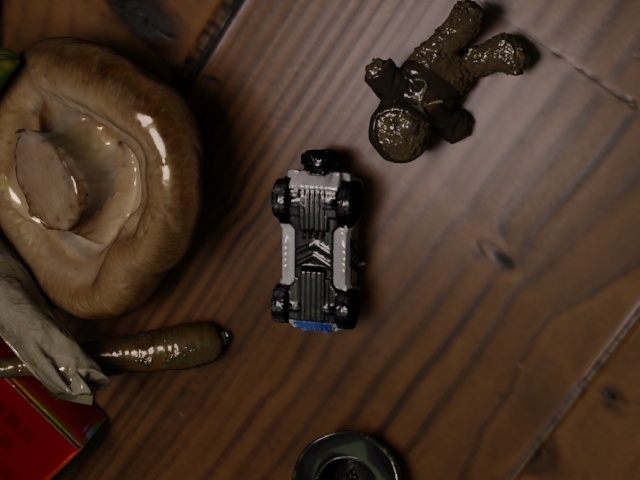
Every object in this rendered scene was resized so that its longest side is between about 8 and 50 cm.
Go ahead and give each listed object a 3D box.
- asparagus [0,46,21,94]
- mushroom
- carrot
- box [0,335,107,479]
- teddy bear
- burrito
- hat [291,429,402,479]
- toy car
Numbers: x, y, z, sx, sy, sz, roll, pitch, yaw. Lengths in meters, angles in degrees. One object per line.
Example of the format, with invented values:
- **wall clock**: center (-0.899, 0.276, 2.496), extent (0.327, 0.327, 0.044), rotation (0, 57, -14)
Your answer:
- **asparagus**: center (-0.367, -0.105, 1.354), extent (0.060, 0.067, 0.277), rotation (30, 132, -17)
- **mushroom**: center (-0.213, -0.057, 1.326), extent (0.278, 0.146, 0.278), rotation (11, 110, 32)
- **carrot**: center (-0.215, 0.113, 1.367), extent (0.254, 0.049, 0.049), rotation (-6, 98, -8)
- **box**: center (-0.401, 0.221, 1.455), extent (0.313, 0.089, 0.197), rotation (-42, 97, 19)
- **teddy bear**: center (0.101, -0.144, 1.262), extent (0.119, 0.078, 0.160), rotation (36, 104, -27)
- **burrito**: center (-0.295, 0.058, 1.338), extent (0.059, 0.082, 0.275), rotation (-42, 67, -1)
- **hat**: center (0.027, 0.241, 1.357), extent (0.121, 0.050, 0.121), rotation (1, 93, 15)
- **toy car**: center (0.000, 0.000, 1.315), extent (0.080, 0.070, 0.170), rotation (4, 102, 17)
